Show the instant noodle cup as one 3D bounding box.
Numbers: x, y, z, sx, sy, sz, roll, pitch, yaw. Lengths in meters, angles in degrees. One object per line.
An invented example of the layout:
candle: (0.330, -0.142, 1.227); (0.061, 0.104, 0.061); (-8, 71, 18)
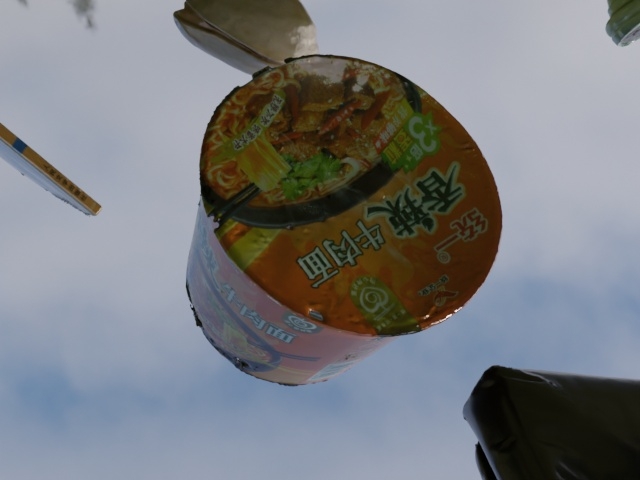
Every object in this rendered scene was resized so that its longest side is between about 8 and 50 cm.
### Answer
instant noodle cup: (0.000, 0.000, 1.003); (0.230, 0.230, 0.182); (-33, 168, -29)

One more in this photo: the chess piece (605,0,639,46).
chess piece: (0.245, -0.243, 1.122); (0.059, 0.149, 0.059); (-25, 168, -6)

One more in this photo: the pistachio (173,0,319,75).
pistachio: (-0.089, -0.264, 1.599); (0.185, 0.124, 0.124); (13, -155, -8)

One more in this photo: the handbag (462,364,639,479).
handbag: (0.251, 0.196, 0.933); (0.275, 0.088, 0.244); (9, -148, -24)

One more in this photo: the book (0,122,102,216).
book: (-0.299, -0.112, 1.078); (0.018, 0.242, 0.170); (-53, -143, -9)
